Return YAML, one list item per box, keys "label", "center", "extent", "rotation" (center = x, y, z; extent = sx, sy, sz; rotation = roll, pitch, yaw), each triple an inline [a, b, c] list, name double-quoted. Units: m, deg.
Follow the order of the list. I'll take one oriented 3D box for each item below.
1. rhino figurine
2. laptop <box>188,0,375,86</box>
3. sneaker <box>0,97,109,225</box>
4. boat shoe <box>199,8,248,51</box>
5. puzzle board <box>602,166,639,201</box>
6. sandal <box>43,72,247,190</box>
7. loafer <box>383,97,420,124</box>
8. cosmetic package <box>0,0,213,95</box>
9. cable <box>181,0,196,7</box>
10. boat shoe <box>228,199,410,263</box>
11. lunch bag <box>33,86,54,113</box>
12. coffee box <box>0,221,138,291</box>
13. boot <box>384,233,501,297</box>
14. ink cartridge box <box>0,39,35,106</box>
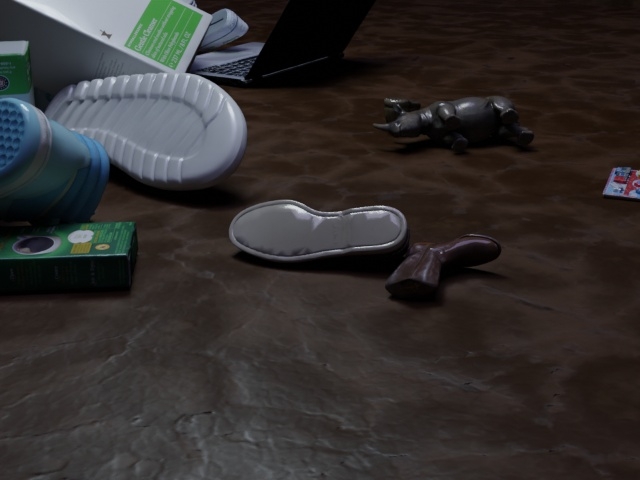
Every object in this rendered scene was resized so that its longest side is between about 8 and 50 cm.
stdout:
- label: "rhino figurine"
  center: [0.201, -0.182, 1.532]
  extent: [0.243, 0.073, 0.106]
  rotation: [-4, 25, -7]
- label: "laptop"
  center: [-0.094, -0.478, 2.083]
  extent: [0.407, 0.237, 0.382]
  rotation: [12, 24, 30]
- label: "sneaker"
  center: [-0.389, -0.052, 1.165]
  extent: [0.318, 0.127, 0.208]
  rotation: [-14, -18, 27]
- label: "boat shoe"
  center: [-0.263, -0.465, 2.265]
  extent: [0.226, 0.083, 0.075]
  rotation: [-5, -20, 42]
- label: "puzzle board"
  center: [0.440, -0.076, 1.336]
  extent: [0.096, 0.011, 0.128]
  rotation: [8, 23, 20]
- label: "sandal"
  center: [-0.243, -0.155, 1.412]
  extent: [0.416, 0.169, 0.102]
  rotation: [17, -13, 38]
- label: "loafer"
  center: [0.132, -0.212, 1.646]
  extent: [0.056, 0.050, 0.148]
  rotation: [10, 7, 17]
- label: "cosmetic package"
  center: [-0.382, -0.333, 1.560]
  extent: [0.365, 0.155, 0.197]
  rotation: [24, 45, -11]
- label: "cable"
  center: [-0.366, -0.438, 1.991]
  extent: [0.257, 0.089, 0.257]
  rotation: [-12, 28, 0]
- label: "boat shoe"
  center: [0.000, 0.000, 1.103]
  extent: [0.206, 0.075, 0.065]
  rotation: [0, -23, 16]
- label: "lunch bag"
  center: [-0.400, -0.254, 1.699]
  extent: [0.218, 0.090, 0.176]
  rotation: [-13, 25, -32]
- label: "coffee box"
  center: [-0.293, 0.017, 1.058]
  extent: [0.184, 0.041, 0.113]
  rotation: [-2, 20, -6]
- label: "boot"
  center: [0.129, 0.029, 1.025]
  extent: [0.106, 0.037, 0.114]
  rotation: [-7, 14, 20]
- label: "ink cartridge box"
  center: [-0.433, -0.137, 1.232]
  extent: [0.153, 0.209, 0.087]
  rotation: [-6, 25, -12]
